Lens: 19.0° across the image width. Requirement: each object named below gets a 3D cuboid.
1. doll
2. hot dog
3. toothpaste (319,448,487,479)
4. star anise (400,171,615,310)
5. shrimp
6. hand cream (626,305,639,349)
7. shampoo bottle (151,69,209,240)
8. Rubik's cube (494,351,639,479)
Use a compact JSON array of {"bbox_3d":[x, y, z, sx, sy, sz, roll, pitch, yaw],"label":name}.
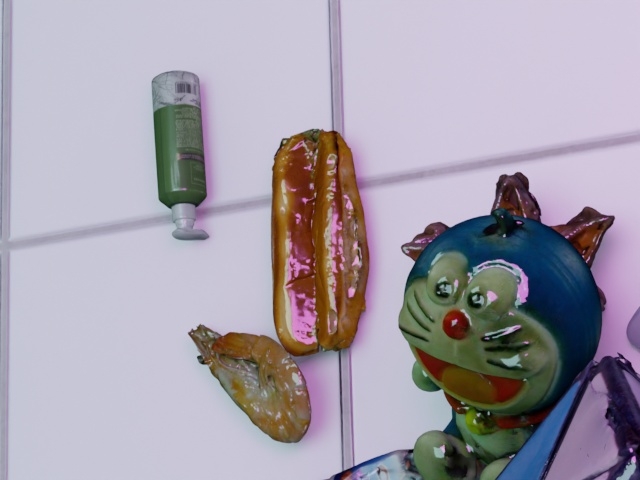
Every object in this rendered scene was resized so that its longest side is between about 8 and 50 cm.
[{"bbox_3d":[0.178,0.105,1.913,0.198,0.186,0.322,22,131,26],"label":"doll"},{"bbox_3d":[0.000,0.000,2.177,0.115,0.072,0.269,-6,76,31],"label":"hot dog"},{"bbox_3d":[0.098,0.271,2.080,0.266,0.061,0.096,-13,72,22],"label":"toothpaste"},{"bbox_3d":[0.198,0.030,2.029,0.220,0.099,0.214,8,104,15],"label":"star anise"},{"bbox_3d":[-0.076,0.149,2.193,0.217,0.051,0.115,38,122,41],"label":"shrimp"},{"bbox_3d":[0.413,0.139,1.915,0.079,0.048,0.255,-51,56,7],"label":"hand cream"},{"bbox_3d":[-0.167,-0.099,2.307,0.065,0.065,0.204,-14,72,28],"label":"shampoo bottle"},{"bbox_3d":[0.294,0.333,1.729,0.310,0.307,0.305,36,102,-10],"label":"Rubik's cube"}]
